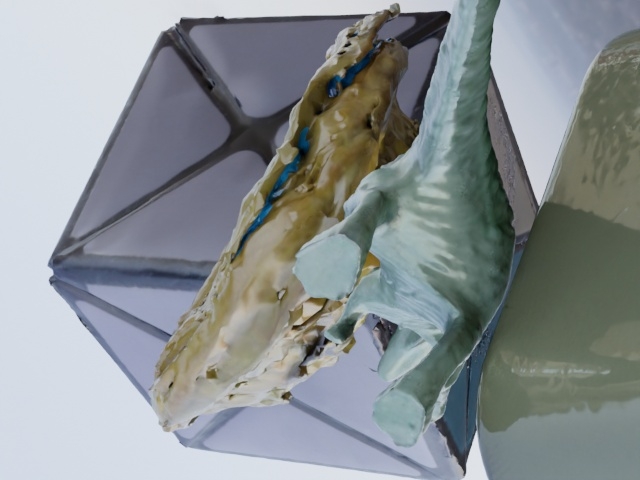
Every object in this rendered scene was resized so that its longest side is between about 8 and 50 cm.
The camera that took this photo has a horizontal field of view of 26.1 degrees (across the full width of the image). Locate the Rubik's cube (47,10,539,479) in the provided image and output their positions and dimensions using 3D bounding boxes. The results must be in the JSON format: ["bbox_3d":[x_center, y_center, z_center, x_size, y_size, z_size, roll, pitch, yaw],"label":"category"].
[{"bbox_3d":[0.001,0.004,1.201,0.305,0.310,0.307,61,-138,-46],"label":"Rubik's cube"}]

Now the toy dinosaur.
[{"bbox_3d":[0.034,-0.007,0.492,0.383,0.076,0.129,91,-164,-62],"label":"toy dinosaur"}]

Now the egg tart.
[{"bbox_3d":[0.000,0.000,0.822,0.107,0.291,0.291,30,-164,-4],"label":"egg tart"}]

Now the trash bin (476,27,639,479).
[{"bbox_3d":[0.193,0.008,0.469,0.121,0.247,0.243,36,-116,-31],"label":"trash bin"}]
